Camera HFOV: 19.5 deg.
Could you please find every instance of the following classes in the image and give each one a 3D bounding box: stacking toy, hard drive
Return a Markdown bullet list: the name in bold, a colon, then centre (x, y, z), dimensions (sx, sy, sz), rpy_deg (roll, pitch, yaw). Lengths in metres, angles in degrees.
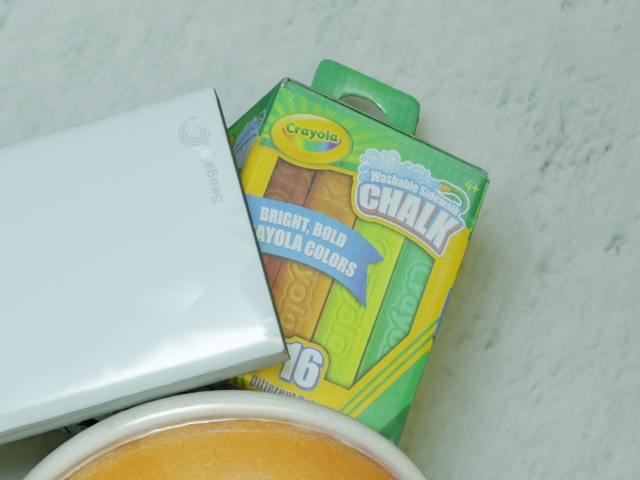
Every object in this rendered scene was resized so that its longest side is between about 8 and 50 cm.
- **stacking toy**: centre (-0.043, 0.345, 1.139), dimensions (0.350, 0.480, 0.351), rpy_deg (-4, 117, -8)
- **hard drive**: centre (-0.195, 0.029, 1.278), dimensions (0.307, 0.040, 0.203), rpy_deg (-17, 70, 1)

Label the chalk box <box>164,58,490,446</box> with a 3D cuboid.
- **chalk box**: centre (0.000, 0.000, 1.408), dimensions (0.180, 0.179, 0.289), rpy_deg (23, 75, -12)

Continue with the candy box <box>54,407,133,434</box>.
- **candy box**: centre (-0.242, 0.049, 1.352), dimensions (0.233, 0.071, 0.159), rpy_deg (8, 78, 0)
